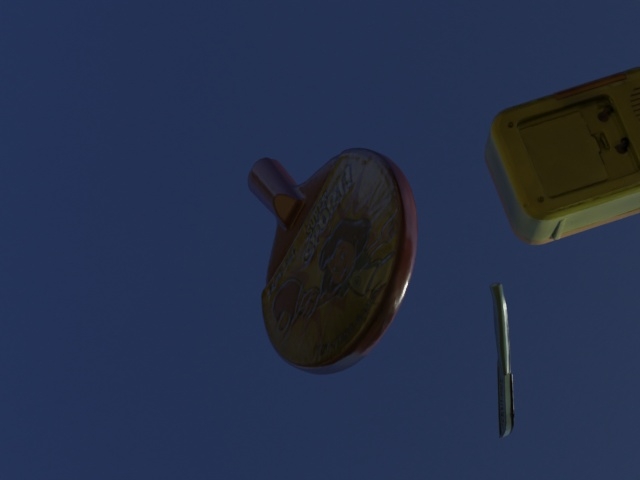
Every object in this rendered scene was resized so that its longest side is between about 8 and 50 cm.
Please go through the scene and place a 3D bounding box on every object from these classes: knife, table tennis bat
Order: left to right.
[{"bbox_3d":[0.000,0.000,1.113,0.200,0.038,0.310,-61,-148,13],"label":"table tennis bat"},{"bbox_3d":[0.204,0.139,1.379,0.015,0.028,0.210,-18,-62,-19],"label":"knife"}]

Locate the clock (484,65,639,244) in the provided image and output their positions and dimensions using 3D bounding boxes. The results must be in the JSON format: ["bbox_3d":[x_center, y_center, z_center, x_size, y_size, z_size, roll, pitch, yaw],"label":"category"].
[{"bbox_3d":[0.289,-0.091,1.324,0.202,0.096,0.143,-17,-112,-3],"label":"clock"}]
